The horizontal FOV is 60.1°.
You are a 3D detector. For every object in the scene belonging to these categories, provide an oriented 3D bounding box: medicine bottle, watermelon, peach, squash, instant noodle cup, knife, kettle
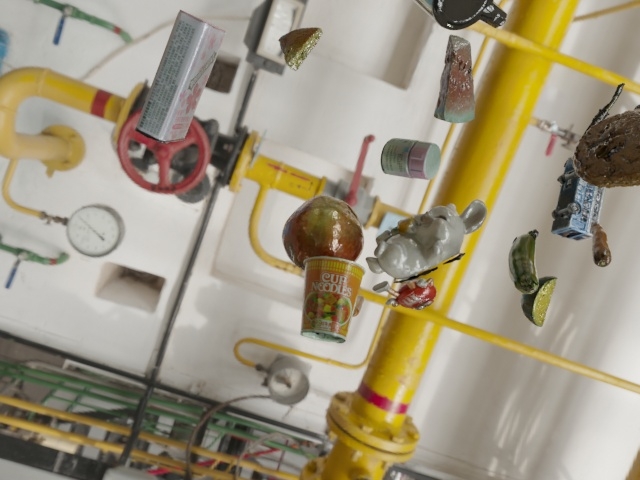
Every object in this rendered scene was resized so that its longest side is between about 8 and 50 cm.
[{"bbox_3d":[0.307,-0.276,1.876,0.135,0.169,0.135,-24,122,-47],"label":"medicine bottle"},{"bbox_3d":[0.729,0.201,1.887,0.075,0.092,0.181,30,-66,57],"label":"watermelon"},{"bbox_3d":[0.000,0.000,1.554,0.256,0.233,0.232,-61,179,-40],"label":"peach"},{"bbox_3d":[0.547,0.063,1.490,0.318,0.080,0.071,-57,132,-54],"label":"squash"},{"bbox_3d":[0.020,0.152,1.372,0.168,0.169,0.184,127,-25,-68],"label":"instant noodle cup"},{"bbox_3d":[0.765,-0.332,1.526,0.021,0.046,0.222,-108,-143,-63],"label":"knife"},{"bbox_3d":[0.436,-0.865,1.851,0.250,0.361,0.376,-49,-136,28],"label":"kettle"},{"bbox_3d":[0.380,-0.461,1.585,0.154,0.095,0.241,-23,123,-45],"label":"watermelon"}]

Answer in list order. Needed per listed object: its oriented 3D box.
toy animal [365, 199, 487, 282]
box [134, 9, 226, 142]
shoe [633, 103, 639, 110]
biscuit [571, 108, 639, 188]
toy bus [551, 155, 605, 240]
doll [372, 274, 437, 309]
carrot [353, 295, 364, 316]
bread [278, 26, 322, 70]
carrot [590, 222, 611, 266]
[{"bbox_3d":[0.287,-0.004,1.491,0.208,0.325,0.154,-3,-68,65],"label":"toy animal"},{"bbox_3d":[-0.405,-0.464,1.613,0.369,0.112,0.190,-65,177,17],"label":"box"},{"bbox_3d":[0.988,-0.362,1.738,0.062,0.053,0.159,113,-11,-64],"label":"shoe"},{"bbox_3d":[0.746,-0.229,1.307,0.296,0.075,0.296,-27,-151,17],"label":"biscuit"},{"bbox_3d":[0.878,-0.149,1.871,0.106,0.131,0.297,146,-36,-70],"label":"toy bus"},{"bbox_3d":[0.288,0.170,1.766,0.183,0.217,0.085,-27,-128,28],"label":"doll"},{"bbox_3d":[0.139,0.243,2.096,0.248,0.043,0.043,-34,145,-76],"label":"carrot"},{"bbox_3d":[-0.055,-0.587,1.634,0.136,0.054,0.154,-28,-124,16],"label":"bread"},{"bbox_3d":[0.760,0.004,1.508,0.191,0.047,0.047,-66,-179,-48],"label":"carrot"}]
